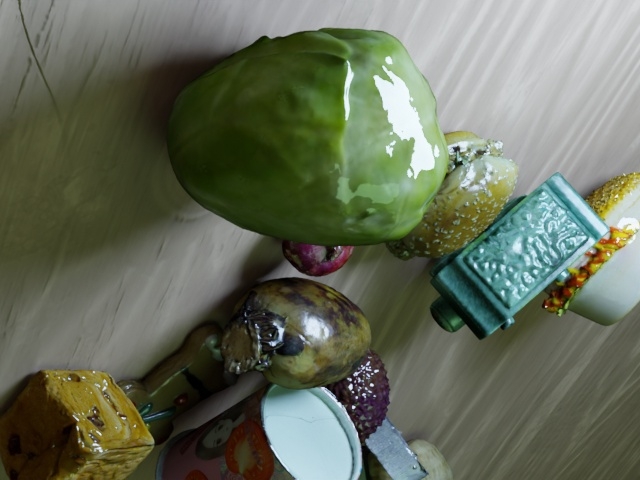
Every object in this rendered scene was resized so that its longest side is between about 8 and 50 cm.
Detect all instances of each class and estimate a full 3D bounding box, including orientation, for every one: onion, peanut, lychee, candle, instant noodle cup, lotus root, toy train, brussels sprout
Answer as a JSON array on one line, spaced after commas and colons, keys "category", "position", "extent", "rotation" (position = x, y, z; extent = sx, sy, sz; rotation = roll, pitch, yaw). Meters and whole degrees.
[{"category": "onion", "position": [0.000, 0.000, 1.656], "extent": [0.107, 0.097, 0.107], "rotation": [-17, 122, -30]}, {"category": "peanut", "position": [0.173, 0.469, 2.440], "extent": [0.122, 0.137, 0.253], "rotation": [-6, 170, 37]}, {"category": "lychee", "position": [0.030, 0.251, 1.930], "extent": [0.188, 0.188, 0.188], "rotation": [-28, 148, -19]}, {"category": "candle", "position": [0.119, 0.368, 2.228], "extent": [0.068, 0.192, 0.168], "rotation": [-37, 106, -3]}, {"category": "instant noodle cup", "position": [-0.080, 0.336, 1.776], "extent": [0.243, 0.243, 0.231], "rotation": [2, 146, -48]}, {"category": "lotus root", "position": [-0.023, 0.129, 1.725], "extent": [0.314, 0.169, 0.141], "rotation": [1, 124, -55]}, {"category": "toy train", "position": [0.299, 0.027, 1.895], "extent": [0.299, 0.167, 0.238], "rotation": [-41, 173, -7]}, {"category": "brussels sprout", "position": [-0.005, -0.112, 1.326], "extent": [0.328, 0.328, 0.247], "rotation": [7, 95, -51]}]

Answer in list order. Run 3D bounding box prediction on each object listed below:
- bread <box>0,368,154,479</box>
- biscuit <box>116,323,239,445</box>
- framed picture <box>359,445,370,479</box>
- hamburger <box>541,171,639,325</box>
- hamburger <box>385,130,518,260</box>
[{"category": "bread", "position": [-0.327, 0.267, 1.602], "extent": [0.143, 0.149, 0.158], "rotation": [-45, 149, 16]}, {"category": "biscuit", "position": [-0.245, 0.248, 1.764], "extent": [0.302, 0.049, 0.197], "rotation": [-34, 147, -7]}, {"category": "framed picture", "position": [-0.016, 0.506, 2.328], "extent": [0.244, 0.013, 0.323], "rotation": [-20, 147, -7]}, {"category": "hamburger", "position": [0.501, 0.009, 2.099], "extent": [0.294, 0.179, 0.276], "rotation": [-46, 170, -49]}, {"category": "hamburger", "position": [0.184, -0.054, 1.756], "extent": [0.189, 0.122, 0.215], "rotation": [-1, 136, -51]}]
